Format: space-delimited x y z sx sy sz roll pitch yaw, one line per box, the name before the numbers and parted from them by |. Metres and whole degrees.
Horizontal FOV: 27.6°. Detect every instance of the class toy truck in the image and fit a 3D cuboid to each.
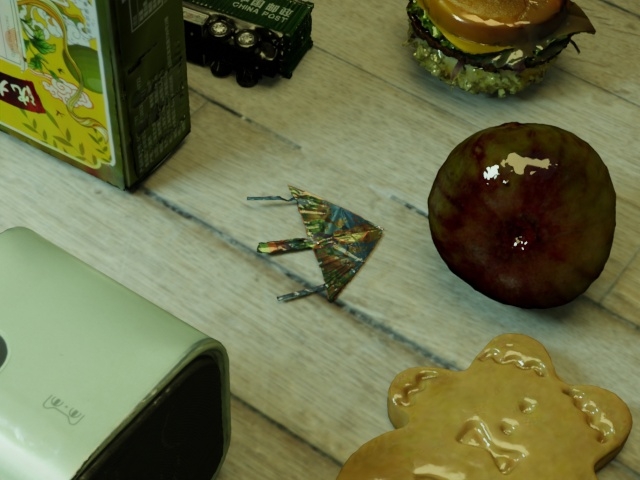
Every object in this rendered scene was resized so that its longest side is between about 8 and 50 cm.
toy truck | -0.150 -0.296 1.761 0.259 0.088 0.121 20 53 13

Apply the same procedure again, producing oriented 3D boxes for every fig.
fig | 0.256 -0.059 1.528 0.217 0.217 0.321 19 28 14

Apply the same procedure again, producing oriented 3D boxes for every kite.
kite | 0.000 0.000 1.559 0.160 0.010 0.183 -9 53 -14

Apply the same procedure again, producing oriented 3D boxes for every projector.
projector | -0.255 0.172 1.242 0.249 0.248 0.248 28 53 21

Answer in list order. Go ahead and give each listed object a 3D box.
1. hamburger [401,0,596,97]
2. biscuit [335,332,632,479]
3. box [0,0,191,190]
hamburger | 0.230 -0.298 1.740 0.262 0.138 0.243 -16 53 -15
biscuit | 0.160 0.237 1.333 0.355 0.052 0.275 -35 59 -29
box | -0.349 -0.303 1.539 0.373 0.420 0.138 24 51 18
